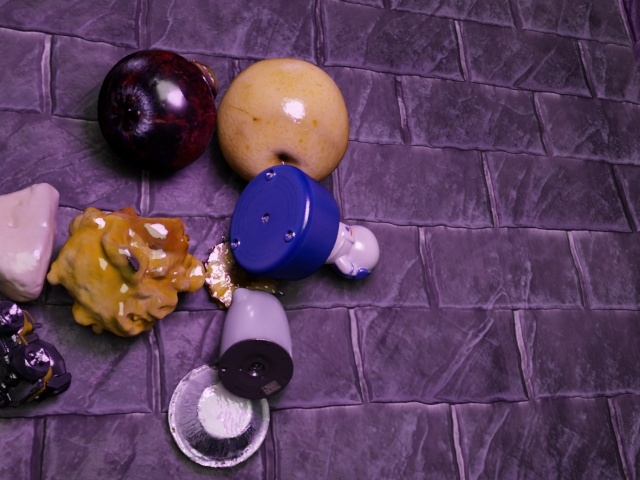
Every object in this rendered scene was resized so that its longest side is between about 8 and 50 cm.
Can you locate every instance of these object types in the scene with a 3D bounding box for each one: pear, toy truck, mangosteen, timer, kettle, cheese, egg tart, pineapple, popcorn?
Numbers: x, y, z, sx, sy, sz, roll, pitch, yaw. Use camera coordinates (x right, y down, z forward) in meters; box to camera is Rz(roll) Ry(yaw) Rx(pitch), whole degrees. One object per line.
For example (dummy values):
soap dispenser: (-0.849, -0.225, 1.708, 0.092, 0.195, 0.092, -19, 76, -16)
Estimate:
pear: (-0.095, -0.291, 1.896, 0.348, 0.348, 0.348, 8, 64, -18)
toy truck: (-0.623, 0.230, 1.574, 0.224, 0.147, 0.165, 56, 20, 14)
mangosteen: (-0.384, -0.308, 1.838, 0.300, 0.300, 0.300, 8, 64, -18)
timer: (0.000, 0.000, 1.853, 0.384, 0.270, 0.270, 22, 57, -43)
kettle: (-0.132, 0.241, 1.719, 0.221, 0.161, 0.236, 52, 12, -26)
cheese: (-0.679, 0.018, 1.621, 0.251, 0.173, 0.247, -5, 60, -25)
egg tart: (-0.220, 0.384, 1.683, 0.234, 0.094, 0.234, 8, 67, -19)
pineapple: (-0.191, 0.089, 1.859, 0.221, 0.047, 0.221, 7, 68, -17)
popcorn: (-0.426, 0.053, 1.663, 0.316, 0.281, 0.297, -40, 102, -18)
